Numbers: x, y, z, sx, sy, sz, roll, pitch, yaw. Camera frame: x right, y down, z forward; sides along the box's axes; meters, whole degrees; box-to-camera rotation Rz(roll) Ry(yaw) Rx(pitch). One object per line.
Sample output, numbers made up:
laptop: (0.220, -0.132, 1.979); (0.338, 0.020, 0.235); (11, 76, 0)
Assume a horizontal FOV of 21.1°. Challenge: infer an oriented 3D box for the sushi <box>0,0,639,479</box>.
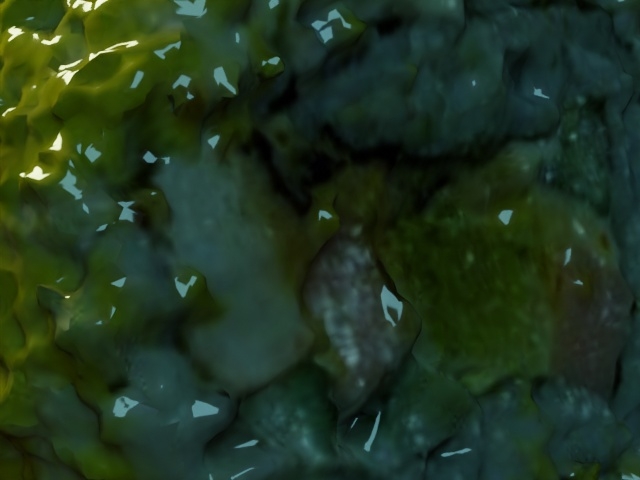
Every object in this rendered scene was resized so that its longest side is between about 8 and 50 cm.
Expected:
sushi: (0.000, 0.000, 0.763); (0.396, 0.240, 0.351); (-17, 102, -39)
